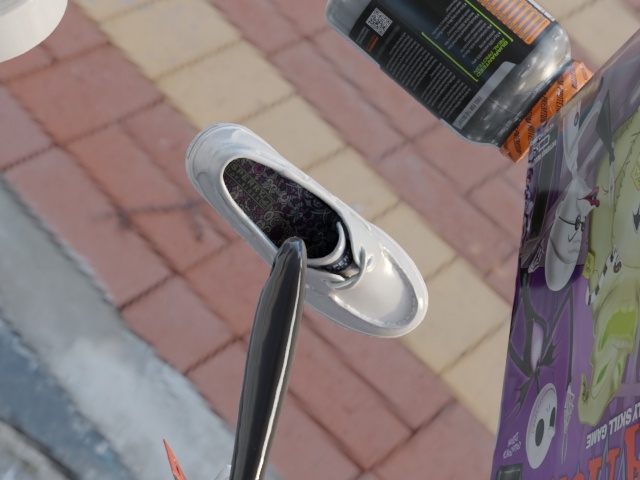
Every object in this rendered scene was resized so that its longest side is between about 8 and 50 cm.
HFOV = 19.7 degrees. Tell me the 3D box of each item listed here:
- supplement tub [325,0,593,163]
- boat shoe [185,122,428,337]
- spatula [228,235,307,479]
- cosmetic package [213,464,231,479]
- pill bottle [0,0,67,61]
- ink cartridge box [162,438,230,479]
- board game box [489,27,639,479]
[{"bbox_3d":[0.107,-0.153,1.408,0.190,0.117,0.117,42,42,4],"label":"supplement tub"},{"bbox_3d":[0.000,0.000,1.074,0.184,0.066,0.063,47,0,-25],"label":"boat shoe"},{"bbox_3d":[-0.051,0.137,0.806,0.030,0.084,0.296,20,76,-6],"label":"spatula"},{"bbox_3d":[-0.092,0.378,2.035,0.151,0.151,0.183,28,58,-4],"label":"cosmetic package"},{"bbox_3d":[-0.208,-0.207,0.992,0.121,0.221,0.121,-4,48,5],"label":"pill bottle"},{"bbox_3d":[-0.044,0.157,0.995,0.115,0.029,0.063,62,-3,-14],"label":"ink cartridge box"},{"bbox_3d":[0.133,0.008,0.637,0.056,0.347,0.208,7,73,-10],"label":"board game box"}]
